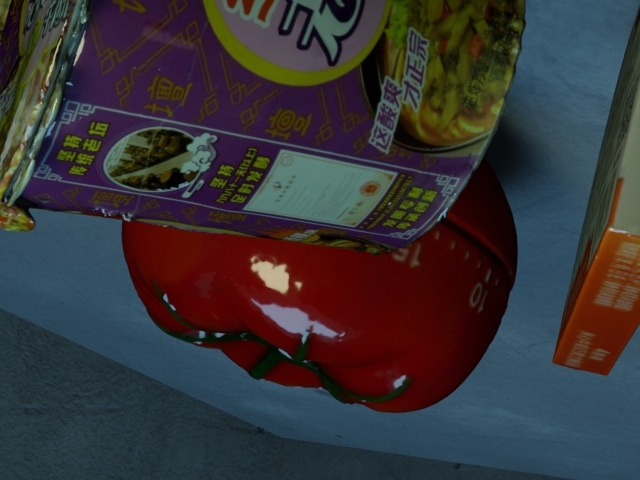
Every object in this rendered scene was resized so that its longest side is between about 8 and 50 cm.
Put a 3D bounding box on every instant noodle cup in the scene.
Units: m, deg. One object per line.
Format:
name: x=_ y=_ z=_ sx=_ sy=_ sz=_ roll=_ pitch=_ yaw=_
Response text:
instant noodle cup: x=-0.048 y=-0.135 z=0.739 sx=0.266 sy=0.340 sz=0.340 roll=16 pitch=164 yaw=-22

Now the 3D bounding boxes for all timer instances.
timer: x=0.000 y=0.000 z=1.124 sx=0.378 sy=0.279 sz=0.378 roll=18 pitch=164 yaw=5

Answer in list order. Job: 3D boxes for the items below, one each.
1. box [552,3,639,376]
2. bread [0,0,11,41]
box: x=0.206 y=-0.073 z=0.726 sx=0.048 sy=0.265 sz=0.273 roll=13 pitch=163 yaw=11
bread: x=-0.307 y=-0.231 z=0.917 sx=0.274 sy=0.114 sz=0.185 roll=22 pitch=-169 yaw=-26
